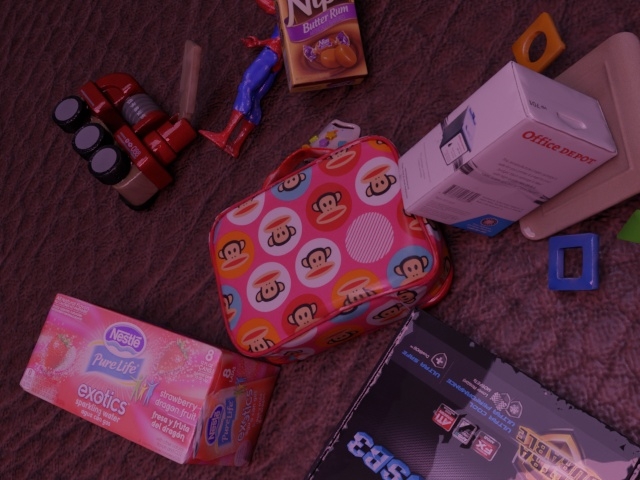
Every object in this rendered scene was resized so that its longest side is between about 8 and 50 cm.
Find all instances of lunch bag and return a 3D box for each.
[{"bbox_3d":[0.000,0.000,0.903,0.293,0.120,0.258,-25,65,16],"label":"lunch bag"}]

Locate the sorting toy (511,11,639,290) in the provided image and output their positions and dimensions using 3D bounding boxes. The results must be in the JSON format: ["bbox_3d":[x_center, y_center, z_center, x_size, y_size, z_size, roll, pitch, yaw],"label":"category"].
[{"bbox_3d":[0.303,-0.113,0.804,0.196,0.047,0.347,-33,56,54],"label":"sorting toy"}]

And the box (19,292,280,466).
[{"bbox_3d":[-0.229,0.184,0.939,0.300,0.154,0.142,13,79,30],"label":"box"}]

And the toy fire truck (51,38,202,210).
[{"bbox_3d":[-0.280,-0.209,1.113,0.246,0.158,0.217,-40,59,-4],"label":"toy fire truck"}]

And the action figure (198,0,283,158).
[{"bbox_3d":[-0.111,-0.282,1.067,0.139,0.091,0.280,35,90,15],"label":"action figure"}]

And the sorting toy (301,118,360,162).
[{"bbox_3d":[0.018,-0.141,0.997,0.083,0.045,0.075,19,63,30],"label":"sorting toy"}]

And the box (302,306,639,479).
[{"bbox_3d":[0.150,0.271,0.769,0.296,0.073,0.293,33,88,32],"label":"box"}]

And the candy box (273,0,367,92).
[{"bbox_3d":[-0.006,-0.312,0.994,0.109,0.053,0.186,-10,87,-9],"label":"candy box"}]

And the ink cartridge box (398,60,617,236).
[{"bbox_3d":[0.200,-0.092,0.777,0.191,0.140,0.082,-42,44,45],"label":"ink cartridge box"}]
